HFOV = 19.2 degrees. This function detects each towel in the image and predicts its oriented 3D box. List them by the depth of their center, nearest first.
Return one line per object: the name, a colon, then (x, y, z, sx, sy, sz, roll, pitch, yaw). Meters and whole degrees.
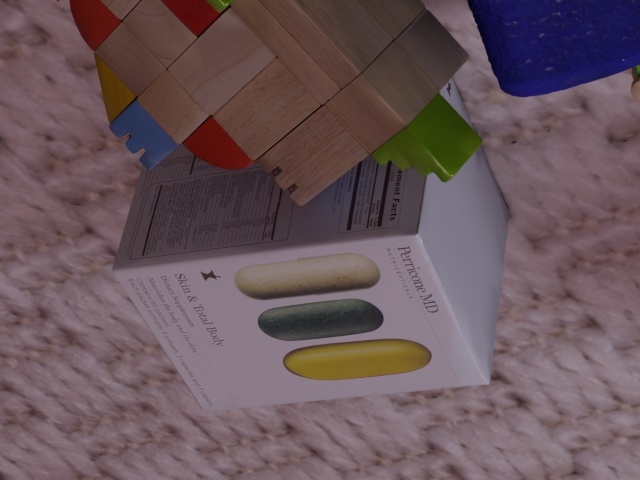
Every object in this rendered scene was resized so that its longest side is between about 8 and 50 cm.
towel: (0.196, -0.251, 1.346, 0.227, 0.076, 0.308, -12, 132, 16)

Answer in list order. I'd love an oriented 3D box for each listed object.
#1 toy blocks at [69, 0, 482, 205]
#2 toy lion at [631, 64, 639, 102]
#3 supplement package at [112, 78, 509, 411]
toy blocks: (-0.081, -0.159, 1.406, 0.381, 0.191, 0.261, 46, 140, -6)
toy lion: (0.278, -0.154, 1.479, 0.100, 0.034, 0.096, 1, 132, 12)
supplement package: (0.000, 0.000, 1.593, 0.262, 0.198, 0.199, -7, 137, 21)
